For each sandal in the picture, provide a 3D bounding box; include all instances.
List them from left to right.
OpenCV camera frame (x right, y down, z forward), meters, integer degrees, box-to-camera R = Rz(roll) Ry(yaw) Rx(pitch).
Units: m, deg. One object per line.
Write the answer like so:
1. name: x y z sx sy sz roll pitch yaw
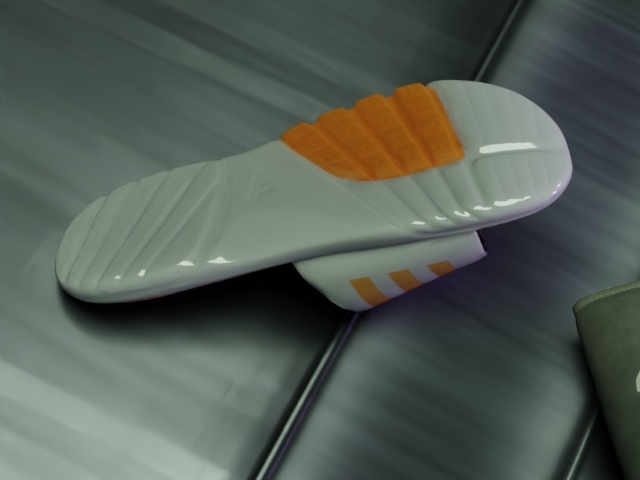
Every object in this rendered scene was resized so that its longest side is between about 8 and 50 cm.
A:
1. sandal: -0.001 -0.008 0.859 0.265 0.076 0.102 -13 45 10

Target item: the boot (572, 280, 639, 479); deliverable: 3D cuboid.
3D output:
1. boot: 0.155 0.118 0.794 0.190 0.076 0.208 -1 66 -22
